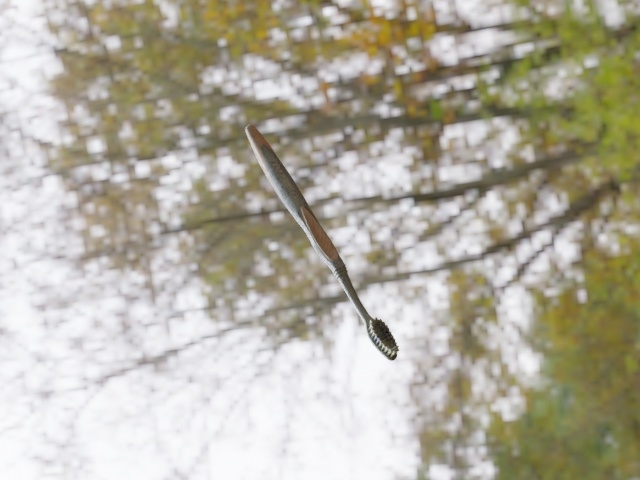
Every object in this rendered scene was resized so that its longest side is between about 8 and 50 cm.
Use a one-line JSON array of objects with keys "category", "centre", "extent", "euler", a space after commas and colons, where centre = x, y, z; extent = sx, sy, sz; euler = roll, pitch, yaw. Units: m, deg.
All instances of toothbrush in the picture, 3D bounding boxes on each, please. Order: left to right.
[{"category": "toothbrush", "centre": [0.000, 0.000, 2.360], "extent": [0.375, 0.028, 0.037], "euler": [57, 161, 13]}]
